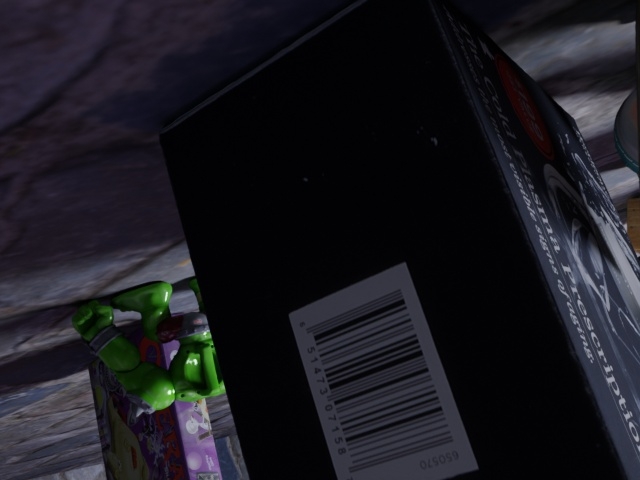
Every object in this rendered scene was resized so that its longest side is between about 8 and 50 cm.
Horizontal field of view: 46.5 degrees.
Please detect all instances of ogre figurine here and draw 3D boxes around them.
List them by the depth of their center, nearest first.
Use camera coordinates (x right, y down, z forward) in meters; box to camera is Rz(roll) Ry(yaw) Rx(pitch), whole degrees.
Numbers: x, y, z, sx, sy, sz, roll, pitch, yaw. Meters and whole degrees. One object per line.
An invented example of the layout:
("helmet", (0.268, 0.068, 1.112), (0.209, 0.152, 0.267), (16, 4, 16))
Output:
("ogre figurine", (-0.126, 0.097, 0.717), (0.197, 0.118, 0.097), (-3, 159, -40))

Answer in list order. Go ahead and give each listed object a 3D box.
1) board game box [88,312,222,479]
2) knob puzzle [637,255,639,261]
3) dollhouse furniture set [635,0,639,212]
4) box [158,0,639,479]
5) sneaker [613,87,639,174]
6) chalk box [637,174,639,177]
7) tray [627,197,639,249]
("board game box", (-0.183, 0.280, 0.856), (0.056, 0.346, 0.208), (3, 154, -44))
("knob puzzle", (0.641, 0.034, 1.334), (0.213, 0.030, 0.213), (-27, -175, 3))
("dollhouse furniture set", (0.336, -0.073, 0.333), (0.356, 0.173, 0.303), (-2, 171, 22))
("box", (0.105, 0.071, 0.462), (0.179, 0.343, 0.313), (-26, 162, 26))
("sneaker", (0.359, -0.097, 0.588), (0.302, 0.108, 0.121), (-16, 160, -9))
("chalk box", (0.445, -0.072, 0.725), (0.213, 0.132, 0.132), (-20, 163, 6))
("tray", (0.621, -0.012, 0.935), (0.411, 0.076, 0.203), (1, 175, 32))
